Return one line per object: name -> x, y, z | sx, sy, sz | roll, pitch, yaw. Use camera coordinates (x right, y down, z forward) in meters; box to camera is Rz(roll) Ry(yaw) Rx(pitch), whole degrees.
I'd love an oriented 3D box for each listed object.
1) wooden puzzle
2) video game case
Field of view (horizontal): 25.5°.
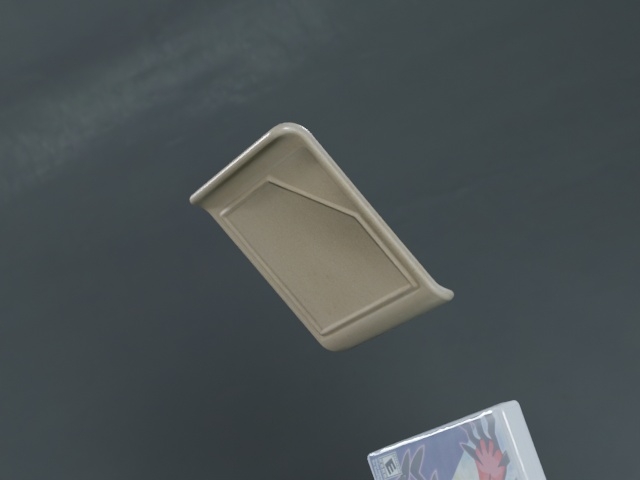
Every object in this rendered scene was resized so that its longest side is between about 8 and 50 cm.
wooden puzzle -> 0.000, 0.000, 1.419 | 0.044, 0.238, 0.221 | -49, 9, -33
video game case -> 0.122, 0.239, 1.083 | 0.023, 0.201, 0.183 | -11, -13, -35
